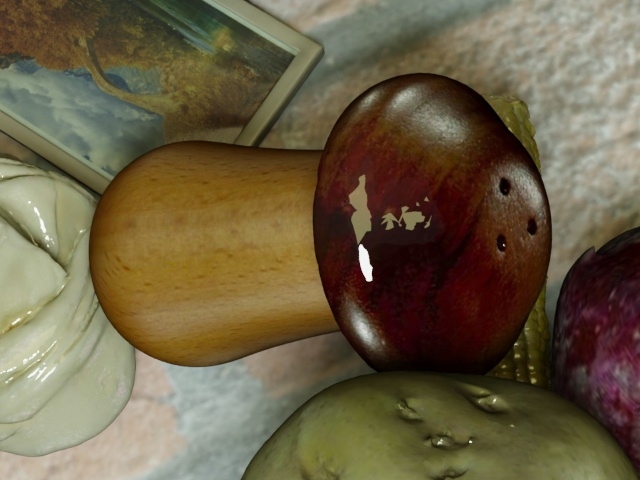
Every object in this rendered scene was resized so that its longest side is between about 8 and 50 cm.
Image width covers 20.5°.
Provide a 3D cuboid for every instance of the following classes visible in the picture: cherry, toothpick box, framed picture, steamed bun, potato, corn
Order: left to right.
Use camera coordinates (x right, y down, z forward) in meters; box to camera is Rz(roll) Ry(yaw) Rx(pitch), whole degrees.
[{"bbox_3d":[-0.231,0.032,1.199,0.211,0.144,0.218,0,75,6],"label":"steamed bun"},{"bbox_3d":[-0.149,-0.130,1.302,0.250,0.016,0.184,33,80,14],"label":"framed picture"},{"bbox_3d":[0.000,0.000,1.117,0.294,0.192,0.192,-5,71,38],"label":"toothpick box"},{"bbox_3d":[0.081,0.204,1.026,0.243,0.326,0.221,-21,47,3],"label":"potato"},{"bbox_3d":[0.112,0.036,1.192,0.087,0.086,0.288,-1,72,6],"label":"corn"},{"bbox_3d":[0.232,0.080,1.116,0.195,0.195,0.195,-2,74,6],"label":"cherry"}]
